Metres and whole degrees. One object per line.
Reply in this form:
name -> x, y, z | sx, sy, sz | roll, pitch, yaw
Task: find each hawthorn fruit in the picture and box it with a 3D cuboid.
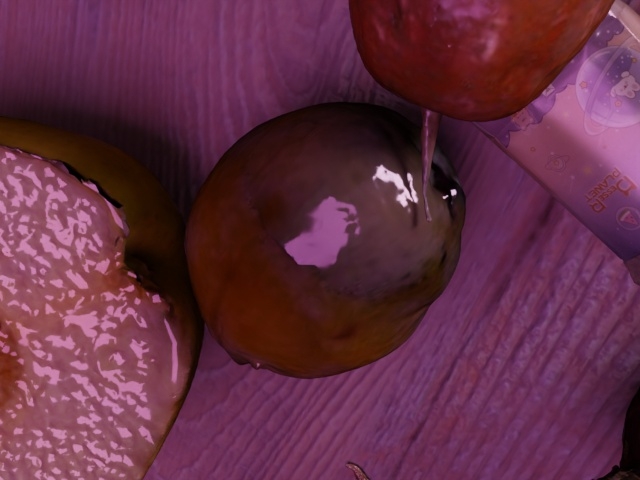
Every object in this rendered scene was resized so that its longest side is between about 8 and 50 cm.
hawthorn fruit -> 0.071, -0.131, 0.489 | 0.149, 0.149, 0.189 | 40, 118, -4

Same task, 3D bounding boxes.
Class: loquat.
loquat -> 0.000, 0.000, 0.609 | 0.179, 0.179, 0.227 | 31, 139, 1

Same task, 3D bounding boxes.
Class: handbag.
handbag -> 0.191, -0.067, 0.566 | 0.173, 0.095, 0.117 | 45, 121, 1

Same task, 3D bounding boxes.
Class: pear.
pear -> -0.267, 0.062, 0.719 | 0.386, 0.191, 0.340 | -19, 104, 14

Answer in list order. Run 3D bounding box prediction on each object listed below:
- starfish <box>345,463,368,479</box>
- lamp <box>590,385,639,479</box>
starfish -> 0.047, 0.244, 0.821 | 0.086, 0.016, 0.092 | -13, 109, 22
lamp -> 0.292, 0.174, 0.571 | 0.247, 0.247, 0.247 | 8, 119, 15
